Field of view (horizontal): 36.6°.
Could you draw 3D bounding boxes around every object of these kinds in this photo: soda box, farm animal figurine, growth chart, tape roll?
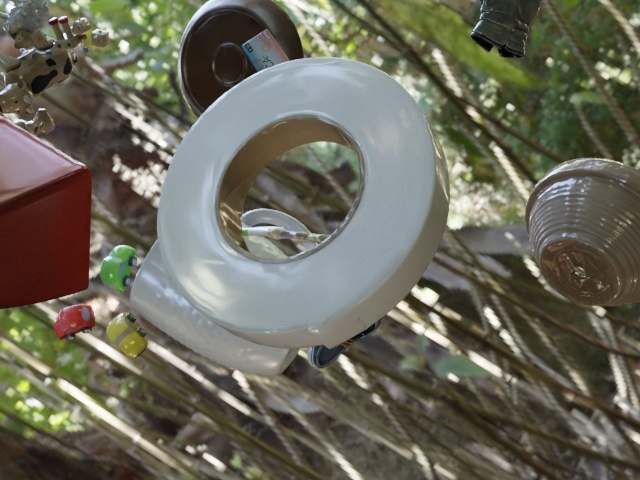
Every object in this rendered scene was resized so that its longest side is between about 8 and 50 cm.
[{"bbox_3d":[-0.075,-0.310,1.843,0.063,0.183,0.058,-33,-20,0],"label":"soda box"},{"bbox_3d":[-0.658,-0.325,2.124,0.327,0.172,0.330,-53,-21,-20],"label":"farm animal figurine"},{"bbox_3d":[0.000,0.000,1.445,0.172,0.237,0.021,1,84,64],"label":"growth chart"},{"bbox_3d":[-0.028,-0.053,1.240,0.392,0.392,0.072,-58,-32,-9],"label":"tape roll"}]

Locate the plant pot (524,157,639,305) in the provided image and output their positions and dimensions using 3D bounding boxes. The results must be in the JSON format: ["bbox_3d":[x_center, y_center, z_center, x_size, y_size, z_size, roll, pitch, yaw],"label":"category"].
[{"bbox_3d":[0.381,0.011,1.344,0.110,0.237,0.237,-46,-9,-36],"label":"plant pot"}]

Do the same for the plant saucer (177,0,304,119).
[{"bbox_3d":[-0.181,-0.366,2.021,0.311,0.310,0.050,-59,-20,21],"label":"plant saucer"}]

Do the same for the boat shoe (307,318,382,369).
[{"bbox_3d":[0.043,0.162,1.706,0.183,0.065,0.083,-60,33,10],"label":"boat shoe"}]

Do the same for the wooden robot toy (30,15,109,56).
[{"bbox_3d":[-0.509,-0.433,2.003,0.079,0.173,0.076,-57,-39,-55],"label":"wooden robot toy"}]

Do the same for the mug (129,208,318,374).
[{"bbox_3d":[-0.150,0.084,2.002,0.374,0.328,0.276,-52,-11,-34],"label":"mug"}]

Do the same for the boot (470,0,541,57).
[{"bbox_3d":[0.322,-0.456,1.843,0.083,0.246,0.161,11,79,63],"label":"boot"}]

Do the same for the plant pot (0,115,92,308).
[{"bbox_3d":[-0.583,-0.027,1.696,0.235,0.267,0.267,-33,-37,-46],"label":"plant pot"}]

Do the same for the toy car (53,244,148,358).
[{"bbox_3d":[-0.442,0.113,1.995,0.053,0.239,0.225,31,-109,-63],"label":"toy car"}]
